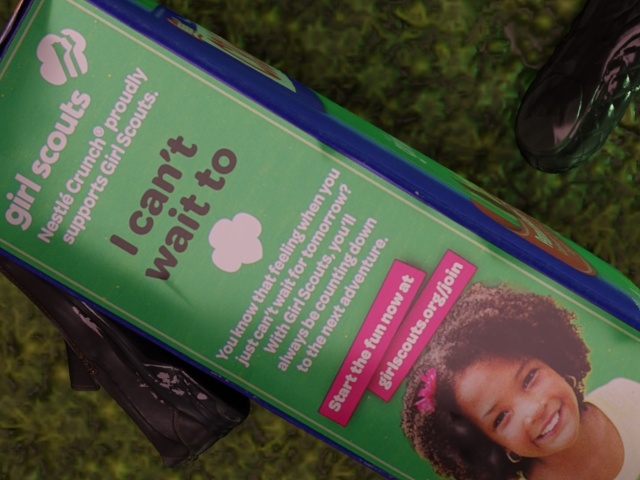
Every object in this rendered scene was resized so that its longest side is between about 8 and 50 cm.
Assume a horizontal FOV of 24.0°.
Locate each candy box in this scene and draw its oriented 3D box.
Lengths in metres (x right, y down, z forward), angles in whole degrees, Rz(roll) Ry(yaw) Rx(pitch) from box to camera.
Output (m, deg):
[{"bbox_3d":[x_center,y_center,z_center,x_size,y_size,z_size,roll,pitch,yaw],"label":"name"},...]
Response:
[{"bbox_3d":[0.000,0.000,0.717,0.317,0.268,0.122,29,97,-4],"label":"candy box"}]

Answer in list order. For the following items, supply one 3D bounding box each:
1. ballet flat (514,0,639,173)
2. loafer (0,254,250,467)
[{"bbox_3d":[0.165,-0.110,0.813,0.057,0.049,0.173,42,95,21],"label":"ballet flat"},{"bbox_3d":[-0.121,0.061,0.840,0.170,0.062,0.061,42,104,-5],"label":"loafer"}]
